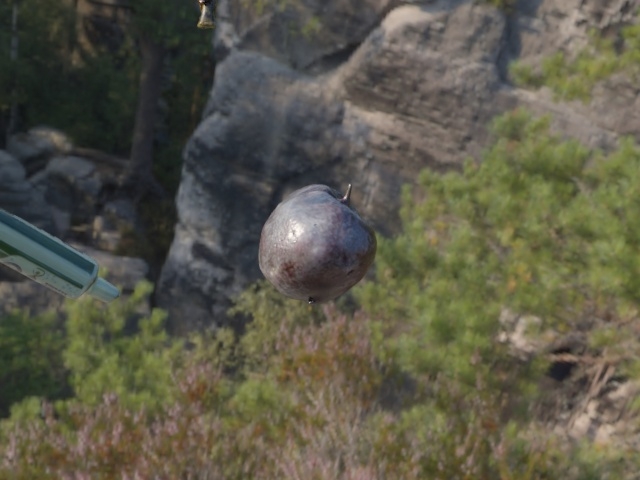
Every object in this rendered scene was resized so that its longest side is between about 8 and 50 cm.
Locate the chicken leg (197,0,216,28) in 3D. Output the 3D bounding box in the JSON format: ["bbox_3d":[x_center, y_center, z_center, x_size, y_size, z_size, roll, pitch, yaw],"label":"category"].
[{"bbox_3d":[-0.197,-0.439,1.674,0.070,0.178,0.093,-12,-14,43],"label":"chicken leg"}]

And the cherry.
[{"bbox_3d":[-0.009,0.005,1.579,0.195,0.195,0.195,10,30,-6],"label":"cherry"}]

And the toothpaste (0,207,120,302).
[{"bbox_3d":[-0.416,-0.018,1.238,0.392,0.061,0.098,34,-25,-29],"label":"toothpaste"}]
